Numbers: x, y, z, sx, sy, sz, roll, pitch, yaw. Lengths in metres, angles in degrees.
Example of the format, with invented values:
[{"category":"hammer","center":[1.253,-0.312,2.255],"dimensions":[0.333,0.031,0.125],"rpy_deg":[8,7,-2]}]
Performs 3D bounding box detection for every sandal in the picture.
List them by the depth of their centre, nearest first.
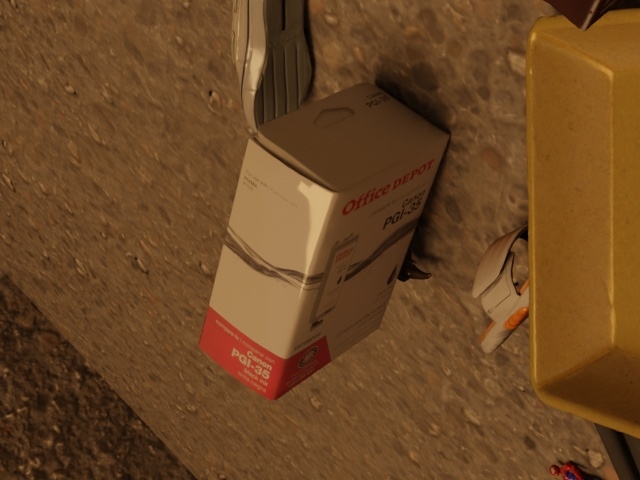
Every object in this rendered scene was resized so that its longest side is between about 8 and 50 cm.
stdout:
[{"category":"sandal","center":[0.193,0.042,1.244],"dimensions":[0.076,0.102,0.265],"rpy_deg":[42,155,10]}]

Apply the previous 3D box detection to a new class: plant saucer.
[{"category":"plant saucer","center":[0.286,-0.010,0.913],"dimensions":[0.333,0.081,0.332],"rpy_deg":[14,107,63]}]

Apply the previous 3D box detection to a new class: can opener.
[{"category":"can opener","center":[0.295,0.177,1.266],"dimensions":[0.076,0.095,0.283],"rpy_deg":[9,132,54]}]

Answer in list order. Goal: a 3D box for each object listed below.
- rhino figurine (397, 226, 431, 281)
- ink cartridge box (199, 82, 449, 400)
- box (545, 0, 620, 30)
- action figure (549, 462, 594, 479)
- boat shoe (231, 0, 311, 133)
[{"category":"rhino figurine","center":[0.034,-0.025,1.440],"dimensions":[0.243,0.073,0.106],"rpy_deg":[37,149,21]},{"category":"ink cartridge box","center":[0.000,0.000,1.281],"dimensions":[0.117,0.207,0.283],"rpy_deg":[35,130,23]},{"category":"box","center":[0.167,-0.286,0.785],"dimensions":[0.203,0.168,0.167],"rpy_deg":[43,152,16]},{"category":"action figure","center":[0.323,0.297,1.456],"dimensions":[0.115,0.030,0.038],"rpy_deg":[24,149,45]},{"category":"boat shoe","center":[-0.059,-0.222,1.343],"dimensions":[0.076,0.083,0.226],"rpy_deg":[47,145,34]}]
